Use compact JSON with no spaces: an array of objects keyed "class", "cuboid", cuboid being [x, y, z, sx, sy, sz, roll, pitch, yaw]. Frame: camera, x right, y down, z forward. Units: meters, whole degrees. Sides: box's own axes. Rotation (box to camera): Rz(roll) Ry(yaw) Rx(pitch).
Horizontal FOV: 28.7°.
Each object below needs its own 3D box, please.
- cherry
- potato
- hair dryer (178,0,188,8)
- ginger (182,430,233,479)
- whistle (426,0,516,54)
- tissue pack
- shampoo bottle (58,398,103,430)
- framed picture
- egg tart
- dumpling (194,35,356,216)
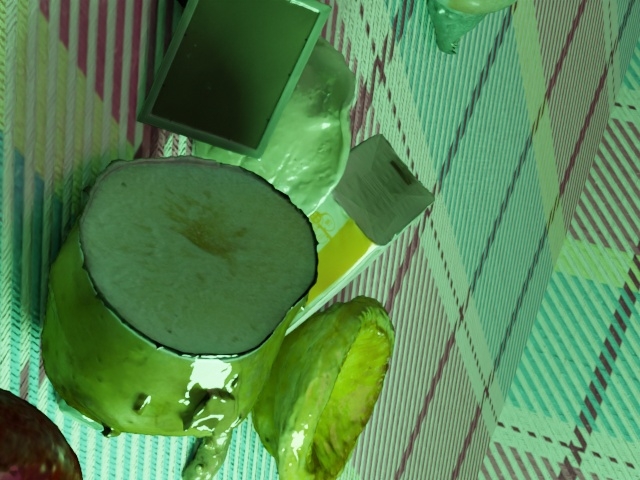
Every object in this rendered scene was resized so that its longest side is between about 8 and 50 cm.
[{"class":"cherry","cuboid":[-0.296,0.192,0.979,0.249,0.192,0.175,58,13,-49]},{"class":"potato","cuboid":[-0.147,0.064,1.220,0.196,0.246,0.299,-57,178,37]},{"class":"hair dryer","cuboid":[-0.111,-0.330,1.263,0.173,0.050,0.194,46,57,-66]},{"class":"ginger","cuboid":[-0.133,0.227,1.562,0.069,0.051,0.173,-24,124,-58]},{"class":"whistle","cuboid":[0.211,-0.396,1.887,0.348,0.189,0.189,110,5,-67]},{"class":"tissue pack","cuboid":[0.000,0.000,1.506,0.225,0.124,0.185,-42,176,34]},{"class":"shampoo bottle","cuboid":[-0.211,0.100,1.301,0.069,0.041,0.190,48,59,-54]},{"class":"framed picture","cuboid":[-0.088,-0.181,1.267,0.183,0.142,0.011,-64,-154,20]},{"class":"egg tart","cuboid":[-0.008,0.209,1.749,0.319,0.128,0.319,-51,150,-44]},{"class":"dumpling","cuboid":[-0.046,-0.117,1.367,0.131,0.179,0.252,15,90,-68]}]
